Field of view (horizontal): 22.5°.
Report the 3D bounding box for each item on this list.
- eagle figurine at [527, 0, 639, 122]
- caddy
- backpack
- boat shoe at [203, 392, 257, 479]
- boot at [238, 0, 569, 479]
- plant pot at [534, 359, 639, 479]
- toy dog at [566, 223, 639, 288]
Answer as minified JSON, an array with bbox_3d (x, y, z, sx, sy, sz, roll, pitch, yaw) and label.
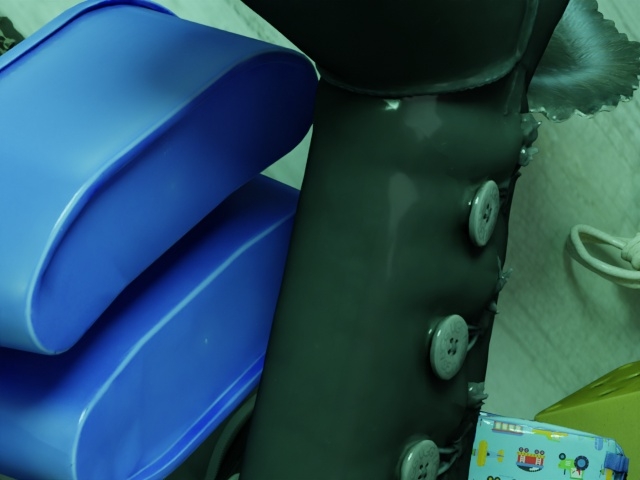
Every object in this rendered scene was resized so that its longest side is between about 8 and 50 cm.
[{"bbox_3d":[0.098,-0.171,1.187,0.225,0.226,0.298,-2,68,-13],"label":"eagle figurine"},{"bbox_3d":[-0.139,-0.002,0.983,0.341,0.179,0.241,-44,138,-40],"label":"caddy"},{"bbox_3d":[0.151,0.228,1.253,0.158,0.117,0.173,14,82,2],"label":"backpack"},{"bbox_3d":[-0.044,0.208,1.114,0.114,0.091,0.302,53,56,-28],"label":"boat shoe"},{"bbox_3d":[0.002,0.000,0.921,0.367,0.146,0.445,-3,112,-49],"label":"boot"},{"bbox_3d":[0.305,0.199,1.375,0.212,0.212,0.187,-22,90,-41],"label":"plant pot"},{"bbox_3d":[0.392,-0.002,1.359,0.220,0.333,0.161,-13,130,-43],"label":"toy dog"}]
